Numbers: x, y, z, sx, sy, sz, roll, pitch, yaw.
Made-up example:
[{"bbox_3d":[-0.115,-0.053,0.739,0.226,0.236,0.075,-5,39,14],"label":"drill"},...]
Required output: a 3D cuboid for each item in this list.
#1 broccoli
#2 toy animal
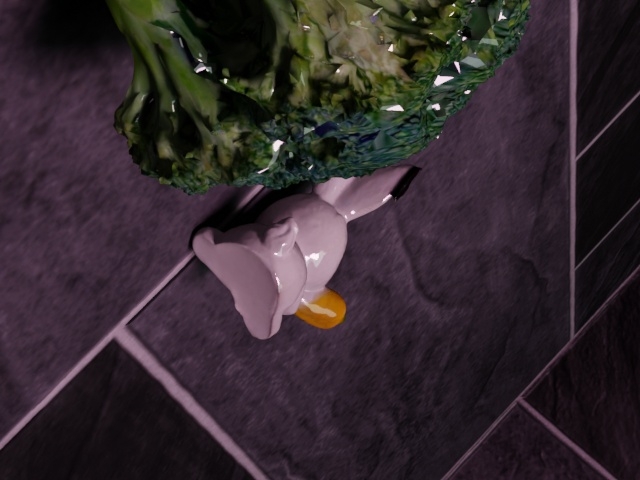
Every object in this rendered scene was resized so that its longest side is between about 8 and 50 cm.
[{"bbox_3d":[-0.014,-0.159,0.719,0.245,0.265,0.294,39,84,-33],"label":"broccoli"},{"bbox_3d":[0.000,0.000,1.101,0.127,0.131,0.182,-40,179,41],"label":"toy animal"}]
